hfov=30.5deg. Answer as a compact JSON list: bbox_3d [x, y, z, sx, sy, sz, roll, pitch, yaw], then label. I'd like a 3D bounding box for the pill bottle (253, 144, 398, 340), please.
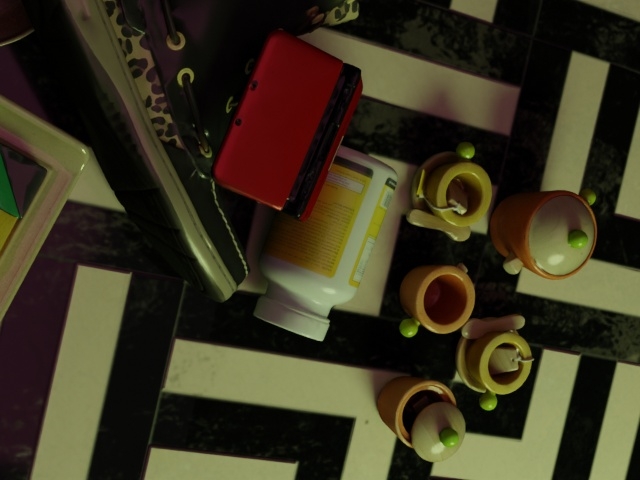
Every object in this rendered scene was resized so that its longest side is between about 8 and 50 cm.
[{"bbox_3d":[0.000,0.000,1.154,0.103,0.103,0.184,22,88,-26],"label":"pill bottle"}]

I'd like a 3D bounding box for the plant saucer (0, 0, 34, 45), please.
[{"bbox_3d":[-0.308,-0.264,1.008,0.198,0.036,0.199,-4,100,-25],"label":"plant saucer"}]

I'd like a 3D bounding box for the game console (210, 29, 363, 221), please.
[{"bbox_3d":[-0.027,-0.099,1.049,0.085,0.124,0.144,23,90,4],"label":"game console"}]

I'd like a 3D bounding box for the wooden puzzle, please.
[{"bbox_3d":[-0.346,-0.030,1.020,0.221,0.044,0.239,31,84,-26],"label":"wooden puzzle"}]

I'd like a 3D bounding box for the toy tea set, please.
[{"bbox_3d":[0.179,0.074,1.237,0.200,0.124,0.336,11,93,-26],"label":"toy tea set"}]

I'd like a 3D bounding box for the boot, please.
[{"bbox_3d":[-0.082,-0.159,1.076,0.284,0.138,0.377,-35,115,-22],"label":"boot"}]
